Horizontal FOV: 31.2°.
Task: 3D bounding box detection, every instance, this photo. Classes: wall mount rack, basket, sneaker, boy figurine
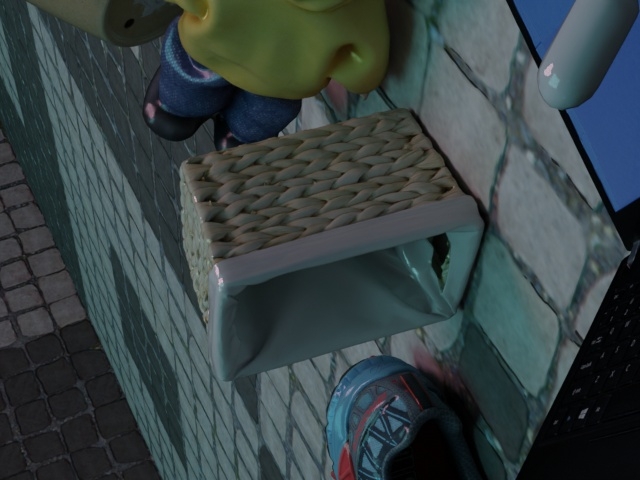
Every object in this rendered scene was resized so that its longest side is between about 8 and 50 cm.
[{"bbox_3d":[0.139,-0.156,0.199,0.350,0.130,0.304,-139,34,-58],"label":"wall mount rack"},{"bbox_3d":[0.000,0.000,0.712,0.113,0.167,0.103,97,154,-53],"label":"basket"},{"bbox_3d":[0.074,0.218,0.818,0.125,0.104,0.262,16,124,66],"label":"sneaker"},{"bbox_3d":[-0.035,-0.143,0.696,0.285,0.177,0.092,132,156,-60],"label":"boy figurine"}]

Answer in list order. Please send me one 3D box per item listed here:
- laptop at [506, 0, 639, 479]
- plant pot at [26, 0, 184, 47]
[{"bbox_3d":[0.104,-0.026,0.418,0.136,0.264,0.234,32,160,-2],"label":"laptop"},{"bbox_3d":[-0.209,-0.297,0.932,0.274,0.256,0.256,47,156,14],"label":"plant pot"}]
